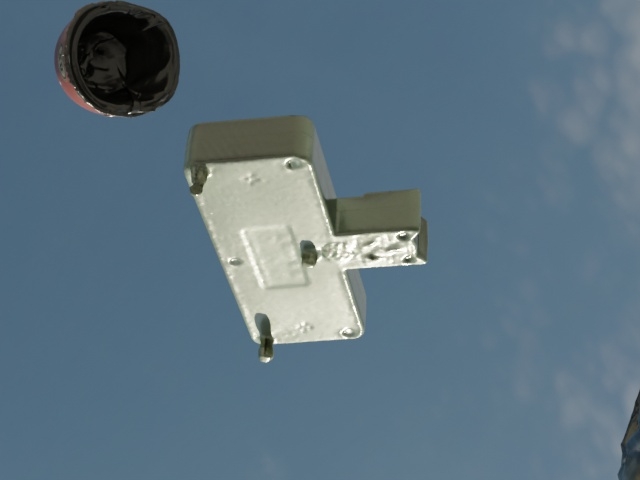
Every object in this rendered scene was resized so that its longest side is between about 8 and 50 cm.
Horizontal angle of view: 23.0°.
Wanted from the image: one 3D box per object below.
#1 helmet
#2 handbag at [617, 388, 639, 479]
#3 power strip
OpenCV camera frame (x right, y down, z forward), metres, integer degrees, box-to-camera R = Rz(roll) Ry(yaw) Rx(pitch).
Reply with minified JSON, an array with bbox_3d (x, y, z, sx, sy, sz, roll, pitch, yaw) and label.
[{"bbox_3d":[-0.123,-0.100,0.872,0.084,0.049,0.065,-1,-89,-47],"label":"helmet"},{"bbox_3d":[0.270,0.020,0.634,0.253,0.109,0.315,23,-118,1],"label":"handbag"},{"bbox_3d":[0.000,0.000,1.082,0.145,0.215,0.061,-6,-127,11],"label":"power strip"}]
